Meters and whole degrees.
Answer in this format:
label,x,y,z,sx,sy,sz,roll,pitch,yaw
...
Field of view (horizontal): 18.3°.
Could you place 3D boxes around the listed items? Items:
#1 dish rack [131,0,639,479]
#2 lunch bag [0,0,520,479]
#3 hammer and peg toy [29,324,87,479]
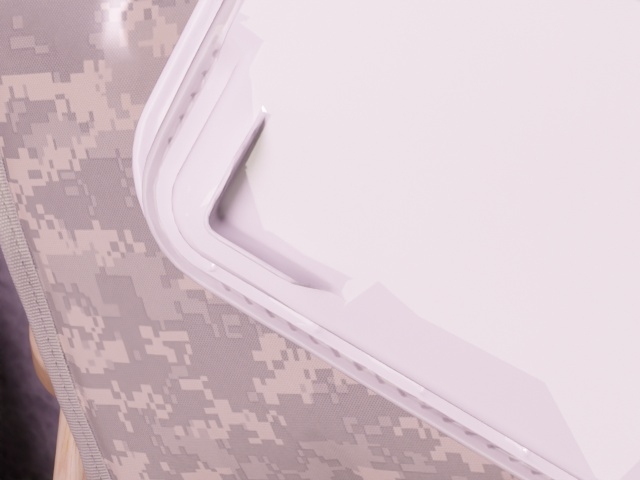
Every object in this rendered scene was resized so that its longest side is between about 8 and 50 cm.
label,x,y,z,sx,sy,sz,roll,pitch,yaw
dish rack,0.112,-0.030,0.679,0.332,0.072,0.286,31,112,2
lunch bag,0.000,0.000,0.849,0.235,0.169,0.287,-3,106,26
hammer and peg toy,-0.248,0.116,0.902,0.361,0.266,0.127,-6,158,-10
